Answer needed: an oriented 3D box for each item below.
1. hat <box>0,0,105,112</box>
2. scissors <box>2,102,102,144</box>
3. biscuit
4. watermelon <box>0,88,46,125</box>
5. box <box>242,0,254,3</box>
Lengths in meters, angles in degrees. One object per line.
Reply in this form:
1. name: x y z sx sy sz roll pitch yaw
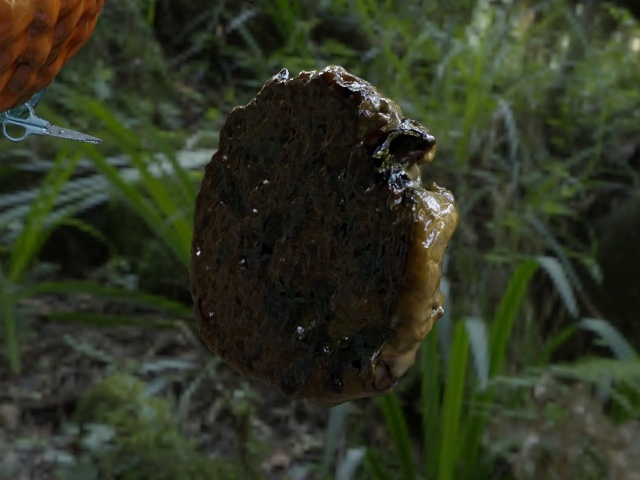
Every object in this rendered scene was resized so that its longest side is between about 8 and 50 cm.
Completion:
1. hat: -0.191 -0.244 0.674 0.285 0.400 0.285 13 50 -16
2. scissors: -0.221 -0.091 1.221 0.083 0.036 0.006 13 -14 -10
3. biscuit: 0.001 -0.004 1.301 0.081 0.289 0.334 11 14 -40
4. watermelon: -0.489 -0.276 1.833 0.283 0.250 0.292 -1 34 -32
5. box: -0.272 -0.366 1.269 0.420 0.138 0.373 2 36 -28
